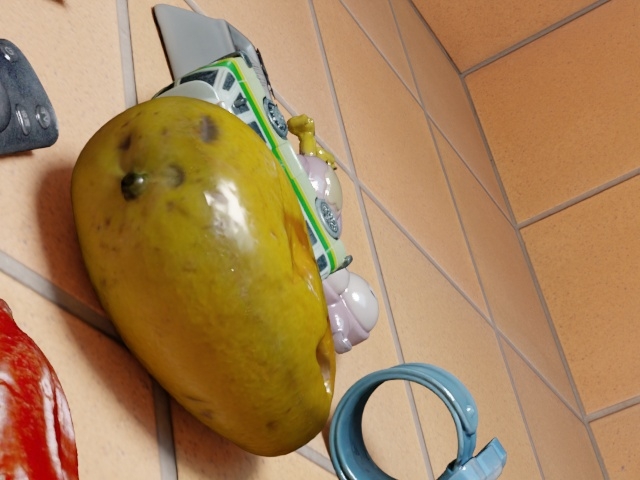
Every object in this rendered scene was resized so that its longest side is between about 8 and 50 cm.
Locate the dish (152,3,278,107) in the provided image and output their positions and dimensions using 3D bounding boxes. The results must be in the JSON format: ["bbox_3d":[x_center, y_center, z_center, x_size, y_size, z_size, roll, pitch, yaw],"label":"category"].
[{"bbox_3d":[-0.113,-0.193,1.376,0.182,0.080,0.243,27,40,-61],"label":"dish"}]

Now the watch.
[{"bbox_3d":[0.104,0.248,1.244,0.193,0.211,0.211,46,14,15],"label":"watch"}]

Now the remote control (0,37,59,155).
[{"bbox_3d":[-0.309,-0.099,0.761,0.107,0.044,0.377,66,18,-3],"label":"remote control"}]

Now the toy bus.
[{"bbox_3d":[-0.090,-0.058,1.161,0.276,0.133,0.165,62,18,-5],"label":"toy bus"}]

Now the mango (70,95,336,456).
[{"bbox_3d":[-0.095,0.043,0.977,0.253,0.182,0.365,-82,153,-63],"label":"mango"}]

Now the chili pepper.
[{"bbox_3d":[-0.197,0.135,0.664,0.144,0.136,0.253,22,30,-25],"label":"chili pepper"}]

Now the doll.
[{"bbox_3d":[-0.001,0.001,1.392,0.160,0.094,0.365,55,16,-47],"label":"doll"}]
